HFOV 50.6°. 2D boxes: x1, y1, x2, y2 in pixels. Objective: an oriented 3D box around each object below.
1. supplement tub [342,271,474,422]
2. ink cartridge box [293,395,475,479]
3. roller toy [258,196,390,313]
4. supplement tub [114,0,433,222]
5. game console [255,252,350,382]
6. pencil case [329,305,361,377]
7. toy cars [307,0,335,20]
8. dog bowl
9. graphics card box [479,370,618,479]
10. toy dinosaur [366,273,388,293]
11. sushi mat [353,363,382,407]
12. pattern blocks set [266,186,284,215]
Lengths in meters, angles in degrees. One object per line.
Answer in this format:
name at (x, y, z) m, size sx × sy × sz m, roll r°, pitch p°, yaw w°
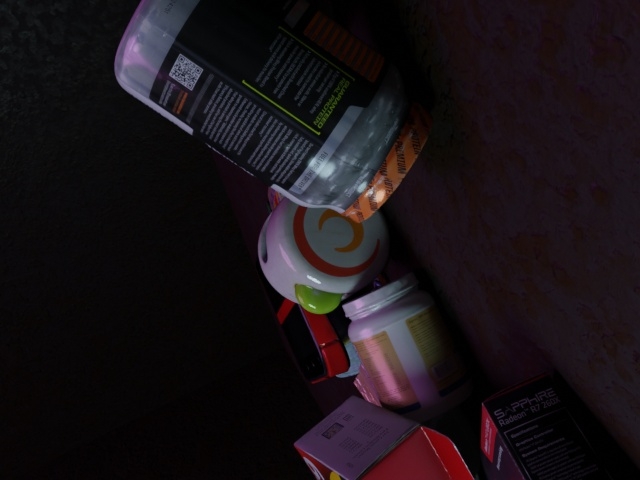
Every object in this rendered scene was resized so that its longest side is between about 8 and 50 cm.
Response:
supplement tub at (0.129, 0.163, 1.028) m, size 0.200 × 0.144 × 0.144 m, roll 65°, pitch 169°, yaw 4°
ink cartridge box at (0.134, 0.400, 0.954) m, size 0.309 × 0.130 × 0.272 m, roll 59°, pitch 159°, yaw -11°
roller toy at (0.003, 0.005, 1.097) m, size 0.191 × 0.209 × 0.146 m, roll 55°, pitch 153°, yaw 3°
supplement tub at (-0.045, -0.166, 0.751) m, size 0.316 × 0.193 × 0.193 m, roll 34°, pitch 172°, yaw -9°
game console at (-0.051, 0.152, 1.517) m, size 0.386 × 0.060 × 0.342 m, roll 120°, pitch 127°, yaw -73°
pencil case at (0.026, 0.222, 1.708) m, size 0.273 × 0.113 × 0.124 m, roll -131°, pitch 38°, yaw -53°
toy cars at (-0.006, -0.220, 0.986) m, size 0.394 × 0.087 × 0.176 m, roll 75°, pitch -166°, yaw -49°
dog bowl at (0.204, 0.395, 1.287) m, size 0.349 × 0.102 × 0.349 m, roll 61°, pitch 169°, yaw 22°
graphics card box at (0.292, 0.356, 0.717) m, size 0.233 × 0.094 × 0.371 m, roll 76°, pitch 170°, yaw -51°
toy dinosaur at (0.104, 0.074, 1.233) m, size 0.082 × 0.047 × 0.090 m, roll 26°, pitch 132°, yaw 44°
sushi mat at (0.147, 0.348, 1.143) m, size 0.316 × 0.019 × 0.151 m, roll 58°, pitch 161°, yaw 27°
pattern blocks set at (-0.085, -0.075, 1.499) m, size 0.325 × 0.026 × 0.285 m, roll 128°, pitch 128°, yaw -76°
